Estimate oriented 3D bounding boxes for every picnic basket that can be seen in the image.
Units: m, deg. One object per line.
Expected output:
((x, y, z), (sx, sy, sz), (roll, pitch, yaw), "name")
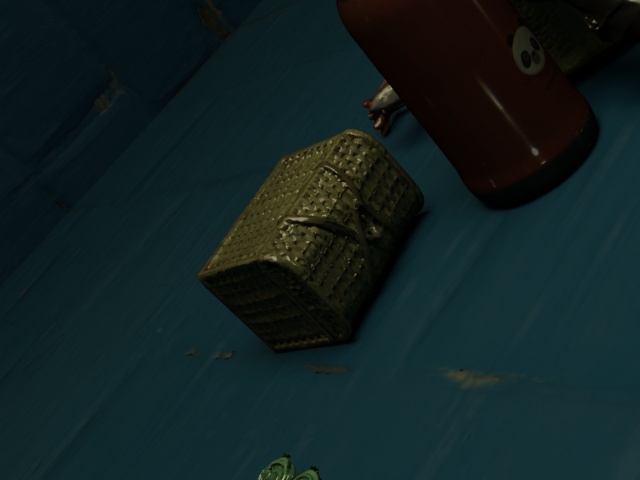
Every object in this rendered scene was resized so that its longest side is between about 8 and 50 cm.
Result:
((0.000, 0.000, 1.031), (0.154, 0.134, 0.196), (-14, 35, 47), "picnic basket")

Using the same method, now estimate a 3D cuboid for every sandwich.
((0.213, -0.269, 1.046), (0.186, 0.214, 0.065), (-36, 10, 16), "sandwich")

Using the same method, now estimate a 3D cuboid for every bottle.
((0.116, -0.197, 0.922), (0.144, 0.336, 0.144), (-34, 23, 17), "bottle")

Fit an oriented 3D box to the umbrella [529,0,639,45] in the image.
((0.261, -0.230, 0.888), (0.118, 0.118, 0.340), (-45, 56, -5), "umbrella")

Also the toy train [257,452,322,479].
((-0.015, 0.230, 0.722), (0.118, 0.074, 0.176), (-54, 27, -18), "toy train")

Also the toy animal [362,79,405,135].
((0.165, -0.273, 1.269), (0.302, 0.225, 0.284), (-43, 0, 31), "toy animal")
